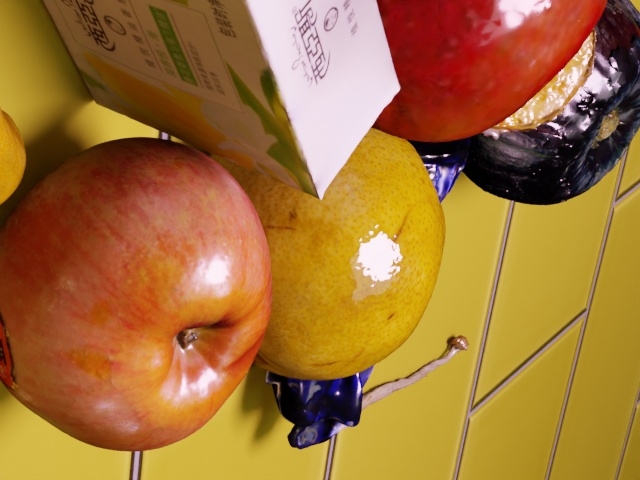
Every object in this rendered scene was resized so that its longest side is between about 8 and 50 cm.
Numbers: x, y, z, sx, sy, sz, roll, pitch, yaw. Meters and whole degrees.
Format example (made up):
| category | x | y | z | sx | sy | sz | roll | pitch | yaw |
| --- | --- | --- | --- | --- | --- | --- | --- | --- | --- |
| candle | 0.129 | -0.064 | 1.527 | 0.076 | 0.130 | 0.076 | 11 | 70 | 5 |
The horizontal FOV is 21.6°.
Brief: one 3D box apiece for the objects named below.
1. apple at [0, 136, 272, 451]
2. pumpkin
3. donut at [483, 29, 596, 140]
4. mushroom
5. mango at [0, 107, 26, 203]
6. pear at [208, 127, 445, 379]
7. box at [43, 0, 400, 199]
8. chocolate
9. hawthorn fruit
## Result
| category | x | y | z | sx | sy | sz | roll | pitch | yaw |
| --- | --- | --- | --- | --- | --- | --- | --- | --- | --- |
| apple | -0.127 | 0.039 | 1.118 | 0.209 | 0.164 | 0.209 | -34 | 145 | -29 |
| pumpkin | 0.224 | -0.145 | 1.637 | 0.233 | 0.163 | 0.233 | -39 | 150 | -28 |
| donut | 0.147 | -0.170 | 1.487 | 0.078 | 0.181 | 0.146 | -129 | -120 | -73 |
| mushroom | 0.084 | 0.153 | 1.793 | 0.286 | 0.026 | 0.028 | -25 | 117 | -51 |
| mango | -0.220 | -0.067 | 0.963 | 0.190 | 0.075 | 0.098 | 59 | 28 | -68 |
| pear | 0.000 | 0.000 | 1.288 | 0.209 | 0.209 | 0.209 | -43 | 146 | -39 |
| box | -0.075 | -0.163 | 1.023 | 0.111 | 0.194 | 0.260 | -56 | 152 | -19 |
| chocolate | 0.018 | 0.037 | 1.473 | 0.148 | 0.126 | 0.343 | -32 | 145 | -62 |
| hawthorn fruit | 0.075 | -0.196 | 1.208 | 0.307 | 0.265 | 0.265 | -61 | 154 | -13 |
